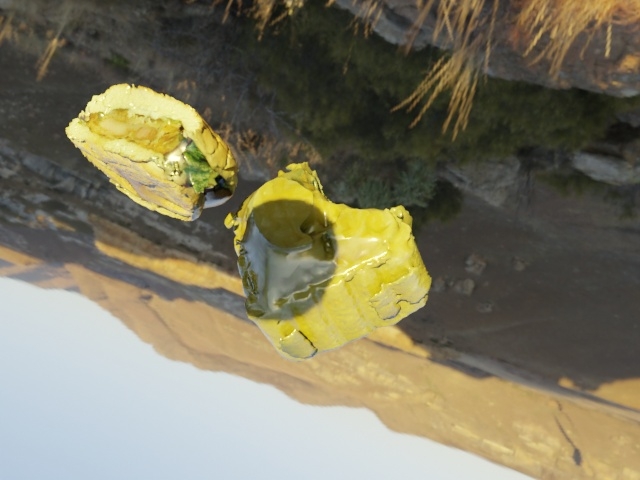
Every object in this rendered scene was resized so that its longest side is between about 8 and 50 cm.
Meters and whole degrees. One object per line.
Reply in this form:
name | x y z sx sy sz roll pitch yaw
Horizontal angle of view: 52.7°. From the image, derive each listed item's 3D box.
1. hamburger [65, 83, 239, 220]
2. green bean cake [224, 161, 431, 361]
hamburger | -0.250 -0.126 1.043 0.309 0.132 0.211 19 157 35
green bean cake | 0.000 0.000 1.028 0.202 0.285 0.309 58 -174 -46
